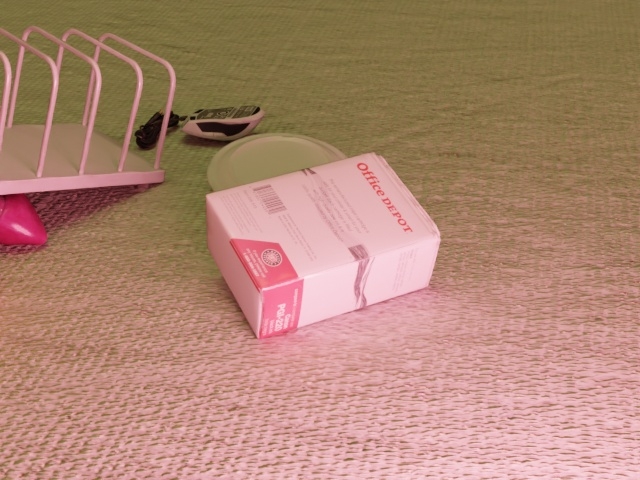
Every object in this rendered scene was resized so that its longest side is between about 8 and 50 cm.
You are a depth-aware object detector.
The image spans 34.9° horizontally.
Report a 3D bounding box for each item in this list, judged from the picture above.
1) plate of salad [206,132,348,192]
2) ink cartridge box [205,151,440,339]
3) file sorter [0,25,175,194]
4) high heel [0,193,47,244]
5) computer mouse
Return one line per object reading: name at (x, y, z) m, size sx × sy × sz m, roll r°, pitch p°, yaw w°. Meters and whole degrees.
plate of salad at (-0.053, -0.083, 1.367) m, size 0.199 × 0.048 × 0.200 m, roll 2°, pitch 39°, yaw -2°
ink cartridge box at (0.000, 0.000, 1.136) m, size 0.217 × 0.092 × 0.159 m, roll -17°, pitch 50°, yaw -20°
file sorter at (-0.355, -0.182, 1.345) m, size 0.192 × 0.173 × 0.277 m, roll 31°, pitch 24°, yaw 34°
high heel at (-0.418, -0.055, 1.352) m, size 0.117 × 0.082 × 0.244 m, roll 30°, pitch 2°, yaw -21°
computer mouse at (-0.175, -0.171, 1.538) m, size 0.192 × 0.042 × 0.106 m, roll -1°, pitch 25°, yaw 15°
